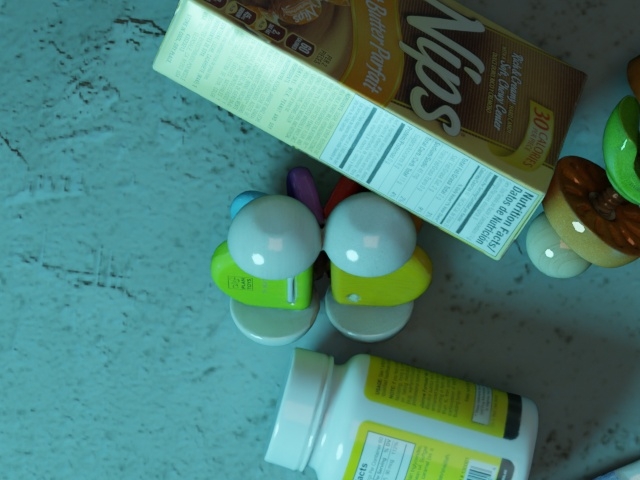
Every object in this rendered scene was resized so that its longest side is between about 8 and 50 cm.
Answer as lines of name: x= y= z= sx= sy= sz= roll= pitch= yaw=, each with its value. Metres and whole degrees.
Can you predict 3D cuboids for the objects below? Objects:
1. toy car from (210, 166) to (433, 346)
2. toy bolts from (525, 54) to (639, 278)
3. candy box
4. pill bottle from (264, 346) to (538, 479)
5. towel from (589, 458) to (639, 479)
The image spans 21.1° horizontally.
toy car: x=0.000 y=0.000 z=1.426 sx=0.182 sy=0.159 sz=0.136 roll=-2 pitch=57 yaw=-1
toy bolts: x=0.291 y=-0.024 z=1.441 sx=0.228 sy=0.218 sz=0.158 roll=36 pitch=126 yaw=-10
candy box: x=0.046 y=-0.136 z=1.389 sx=0.316 sy=0.183 sz=0.087 roll=28 pitch=132 yaw=-1
pill bottle: x=0.066 y=0.162 z=1.430 sx=0.209 sy=0.119 sz=0.119 roll=16 pitch=91 yaw=-2
towel: x=0.240 y=0.311 z=1.443 sx=0.285 sy=0.034 sz=0.209 roll=-22 pitch=79 yaw=-10
